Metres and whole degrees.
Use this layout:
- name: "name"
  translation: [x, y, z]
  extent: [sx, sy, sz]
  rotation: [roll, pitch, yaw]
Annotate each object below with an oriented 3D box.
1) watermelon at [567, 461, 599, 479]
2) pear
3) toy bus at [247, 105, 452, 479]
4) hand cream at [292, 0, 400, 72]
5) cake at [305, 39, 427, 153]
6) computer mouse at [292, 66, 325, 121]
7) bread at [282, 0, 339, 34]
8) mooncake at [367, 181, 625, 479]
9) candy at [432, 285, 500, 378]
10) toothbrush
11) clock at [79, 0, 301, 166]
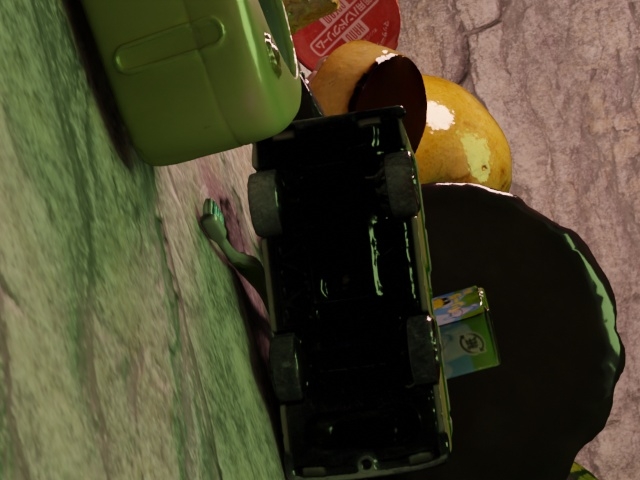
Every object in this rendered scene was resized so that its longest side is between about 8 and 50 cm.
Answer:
- name: "watermelon"
  translation: [0.303, 0.443, 2.397]
  extent: [0.285, 0.285, 0.285]
  rotation: [-17, 90, -84]
- name: "pear"
  translation: [0.177, -0.131, 2.786]
  extent: [0.314, 0.314, 0.314]
  rotation: [-17, 90, -84]
- name: "toy bus"
  translation: [0.030, 0.057, 1.423]
  extent: [0.179, 0.143, 0.305]
  rotation: [54, 28, -77]
- name: "hand cream"
  translation: [0.034, -0.360, 2.640]
  extent: [0.125, 0.193, 0.193]
  rotation: [-90, 162, -69]
- name: "cake"
  translation: [0.040, -0.201, 2.471]
  extent: [0.185, 0.178, 0.207]
  rotation: [32, 71, -51]
- name: "computer mouse"
  translation: [-0.047, -0.202, 2.076]
  extent: [0.172, 0.057, 0.099]
  rotation: [62, 6, 6]
- name: "bread"
  translation: [-0.056, -0.404, 2.238]
  extent: [0.174, 0.121, 0.245]
  rotation: [113, -44, -86]
- name: "mooncake"
  translation: [0.170, 0.124, 1.901]
  extent: [0.212, 0.351, 0.381]
  rotation: [113, -30, -85]
- name: "candy"
  translation: [0.077, 0.108, 1.624]
  extent: [0.097, 0.194, 0.062]
  rotation: [-87, 160, -75]
- name: "toothbrush"
  translation: [-0.060, 0.031, 1.412]
  extent: [0.263, 0.022, 0.026]
  rotation: [62, 24, -62]
- name: "clock"
  translation: [-0.105, -0.208, 1.206]
  extent: [0.348, 0.117, 0.286]
  rotation: [-70, 142, -82]
